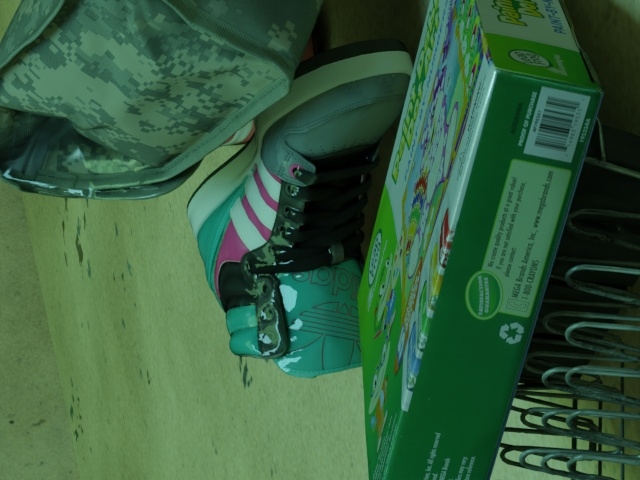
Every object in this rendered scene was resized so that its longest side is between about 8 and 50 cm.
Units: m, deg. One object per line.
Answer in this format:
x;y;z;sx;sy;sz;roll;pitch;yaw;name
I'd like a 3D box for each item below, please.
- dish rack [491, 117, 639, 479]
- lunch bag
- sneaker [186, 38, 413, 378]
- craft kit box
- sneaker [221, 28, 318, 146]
0.122;0.099;0.791;0.208;0.074;0.271;105;173;-53;dish rack
-0.107;-0.168;1.136;0.287;0.169;0.235;-32;30;52;lunch bag
0.000;0.000;1.163;0.295;0.123;0.178;-49;56;57;sneaker
0.072;-0.014;0.871;0.247;0.061;0.250;-85;7;-65;craft kit box
-0.105;-0.150;1.404;0.314;0.136;0.116;149;114;-71;sneaker
